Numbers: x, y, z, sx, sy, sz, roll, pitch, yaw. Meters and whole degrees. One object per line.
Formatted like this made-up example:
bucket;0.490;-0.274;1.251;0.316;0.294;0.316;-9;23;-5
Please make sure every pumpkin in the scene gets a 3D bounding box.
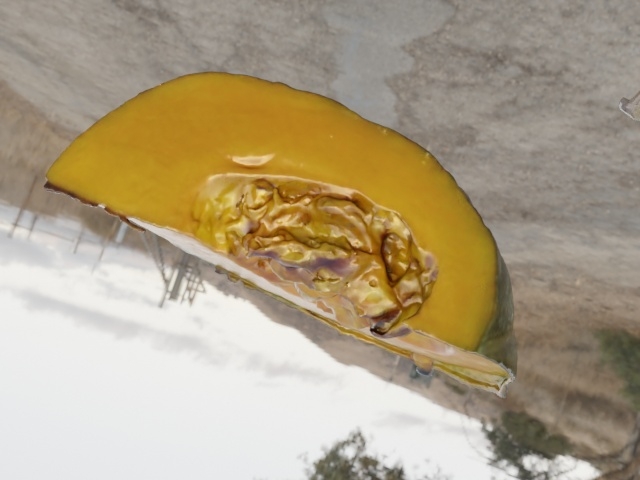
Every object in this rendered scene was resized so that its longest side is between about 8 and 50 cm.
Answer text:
pumpkin;-0.001;-0.004;0.492;0.278;0.111;0.163;21;164;10

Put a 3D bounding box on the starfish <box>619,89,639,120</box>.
starfish;0.111;-0.046;0.158;0.132;0.384;0.398;12;-179;25
